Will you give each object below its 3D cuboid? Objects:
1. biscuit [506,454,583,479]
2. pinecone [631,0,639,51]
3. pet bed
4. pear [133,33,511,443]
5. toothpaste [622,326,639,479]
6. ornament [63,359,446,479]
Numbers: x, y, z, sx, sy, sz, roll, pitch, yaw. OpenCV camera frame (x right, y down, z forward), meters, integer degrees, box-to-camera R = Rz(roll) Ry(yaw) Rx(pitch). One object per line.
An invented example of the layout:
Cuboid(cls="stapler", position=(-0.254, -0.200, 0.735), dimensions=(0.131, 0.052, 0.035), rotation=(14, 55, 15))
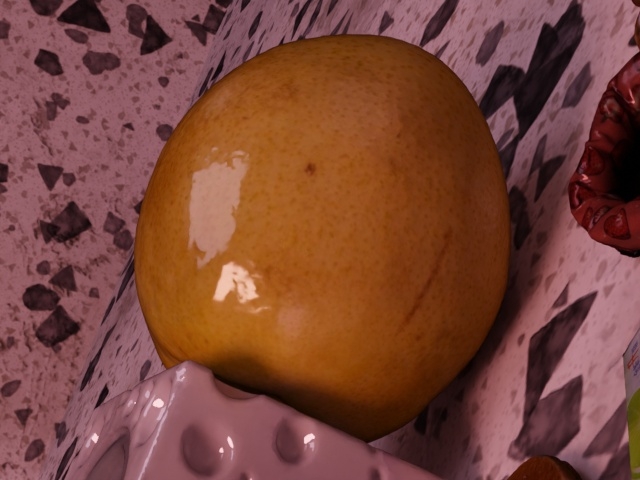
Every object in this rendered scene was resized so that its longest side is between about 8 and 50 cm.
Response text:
Cuboid(cls="biscuit", position=(0.120, 0.214, 0.940), dimensions=(0.124, 0.026, 0.175), rotation=(-43, 25, 54))
Cuboid(cls="pinecone", position=(0.247, -0.122, 0.798), dimensions=(0.212, 0.168, 0.186), rotation=(-128, 24, -79))
Cuboid(cls="pet bed", position=(0.238, -0.082, 0.993), dimensions=(0.201, 0.053, 0.201), rotation=(-49, 21, 27))
Cuboid(cls="pear", position=(0.000, 0.000, 1.188), dimensions=(0.314, 0.314, 0.314), rotation=(-55, 17, 27))
Cuboid(cls="toothpaste", position=(0.183, 0.122, 0.658), dimensions=(0.336, 0.081, 0.067), rotation=(-70, 5, -65))
Cuboid(cls="ornament", position=(-0.072, 0.255, 1.102), dimensions=(0.239, 0.239, 0.240), rotation=(-32, 34, 64))
